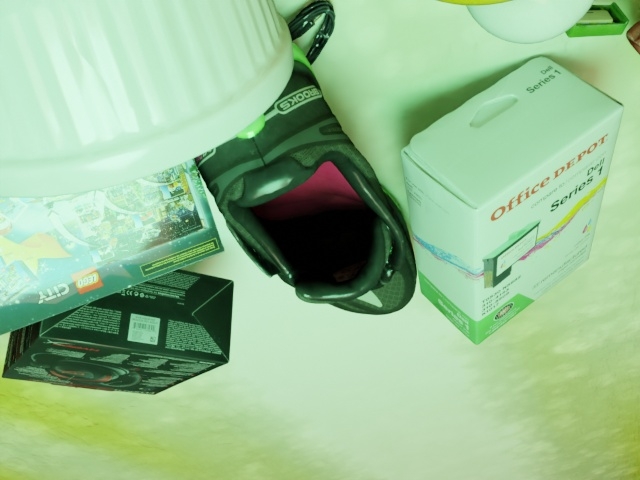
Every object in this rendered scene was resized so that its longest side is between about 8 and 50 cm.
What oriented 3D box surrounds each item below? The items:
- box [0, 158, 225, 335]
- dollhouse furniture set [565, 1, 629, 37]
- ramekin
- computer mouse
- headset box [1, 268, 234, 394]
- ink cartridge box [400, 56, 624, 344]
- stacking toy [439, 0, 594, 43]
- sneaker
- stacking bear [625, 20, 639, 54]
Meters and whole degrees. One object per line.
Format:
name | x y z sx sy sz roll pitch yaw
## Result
box | -0.212 -0.025 0.533 0.233 0.044 0.159 -21 120 -13
dollhouse furniture set | 0.264 -0.256 0.573 0.058 0.076 0.152 -4 143 -10
ramekin | -0.159 -0.160 0.453 0.272 0.273 0.127 -11 129 0
computer mouse | -0.086 -0.159 0.650 0.242 0.041 0.071 -33 147 16
headset box | -0.273 0.121 0.849 0.218 0.110 0.293 14 153 -28
ink cartridge box | 0.215 -0.035 0.756 0.201 0.117 0.278 -34 144 -12
stacking toy | 0.097 -0.273 0.401 0.350 0.351 0.480 -27 159 20
sneaker | 0.000 0.000 0.709 0.185 0.202 0.483 -28 148 11
stacking bear | 0.451 -0.237 0.583 0.289 0.175 0.164 -48 169 25
